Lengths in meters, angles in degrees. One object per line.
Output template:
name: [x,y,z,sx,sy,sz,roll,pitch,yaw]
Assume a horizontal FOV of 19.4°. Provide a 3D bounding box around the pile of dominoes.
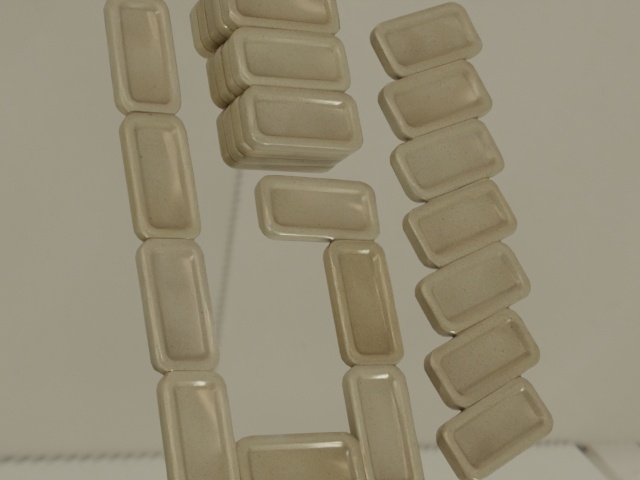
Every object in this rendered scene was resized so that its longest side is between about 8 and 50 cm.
pile of dominoes: [0.000,0.000,0.839,0.196,0.040,0.251,2,67,-29]
